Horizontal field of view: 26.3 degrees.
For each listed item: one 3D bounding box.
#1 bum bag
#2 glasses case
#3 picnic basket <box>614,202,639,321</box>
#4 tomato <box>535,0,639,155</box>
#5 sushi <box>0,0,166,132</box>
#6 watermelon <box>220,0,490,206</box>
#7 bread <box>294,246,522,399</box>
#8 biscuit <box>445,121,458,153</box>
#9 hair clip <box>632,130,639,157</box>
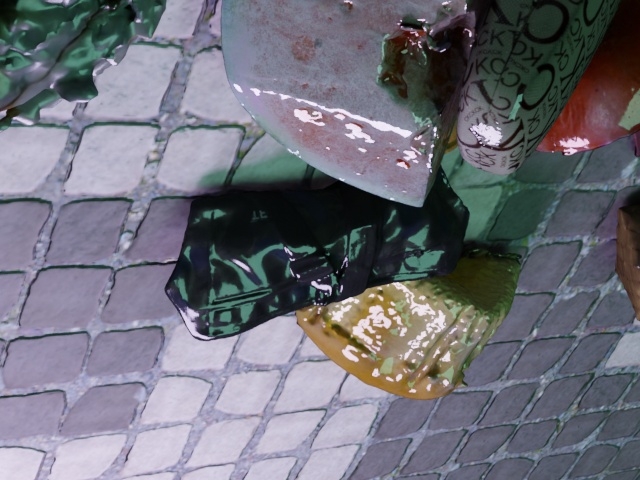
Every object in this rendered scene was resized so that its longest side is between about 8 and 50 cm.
[{"bbox_3d":[0.000,0.000,1.279,0.310,0.074,0.137,-15,108,-22],"label":"bum bag"},{"bbox_3d":[0.194,-0.212,1.050,0.355,0.085,0.137,-63,166,-17],"label":"glasses case"},{"bbox_3d":[0.428,0.007,1.549,0.178,0.128,0.138,-11,145,2],"label":"picnic basket"},{"bbox_3d":[0.234,-0.175,1.176,0.225,0.225,0.085,-35,121,6],"label":"tomato"},{"bbox_3d":[-0.253,-0.235,0.782,0.417,0.176,0.418,-14,133,-16],"label":"sushi"},{"bbox_3d":[0.042,-0.198,1.069,0.175,0.188,0.322,-57,166,-54],"label":"watermelon"},{"bbox_3d":[0.116,0.093,1.433,0.251,0.133,0.174,11,125,-40],"label":"bread"},{"bbox_3d":[0.074,-0.108,1.240,0.140,0.023,0.118,-34,128,-16],"label":"biscuit"},{"bbox_3d":[0.341,-0.132,1.424,0.054,0.022,0.137,-34,143,-1],"label":"hair clip"}]
